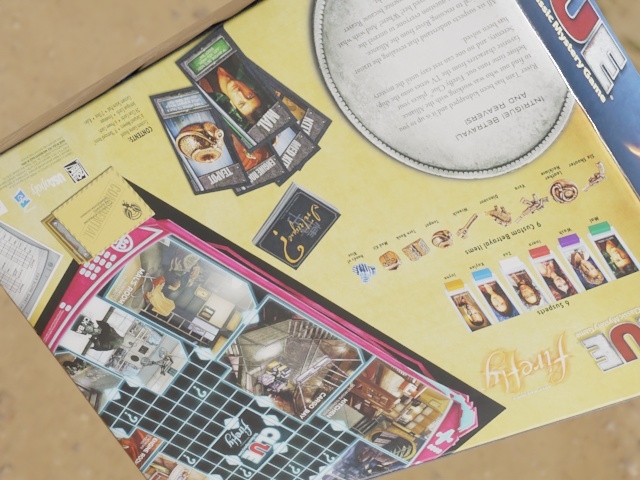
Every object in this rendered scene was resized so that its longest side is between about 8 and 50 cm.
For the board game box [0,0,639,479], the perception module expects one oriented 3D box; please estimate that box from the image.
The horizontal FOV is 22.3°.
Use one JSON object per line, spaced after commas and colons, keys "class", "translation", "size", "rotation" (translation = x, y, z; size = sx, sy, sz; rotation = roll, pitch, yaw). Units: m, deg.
{"class": "board game box", "translation": [0.000, 0.000, 0.538], "size": [0.165, 0.243, 0.042], "rotation": [56, 39, -13]}
